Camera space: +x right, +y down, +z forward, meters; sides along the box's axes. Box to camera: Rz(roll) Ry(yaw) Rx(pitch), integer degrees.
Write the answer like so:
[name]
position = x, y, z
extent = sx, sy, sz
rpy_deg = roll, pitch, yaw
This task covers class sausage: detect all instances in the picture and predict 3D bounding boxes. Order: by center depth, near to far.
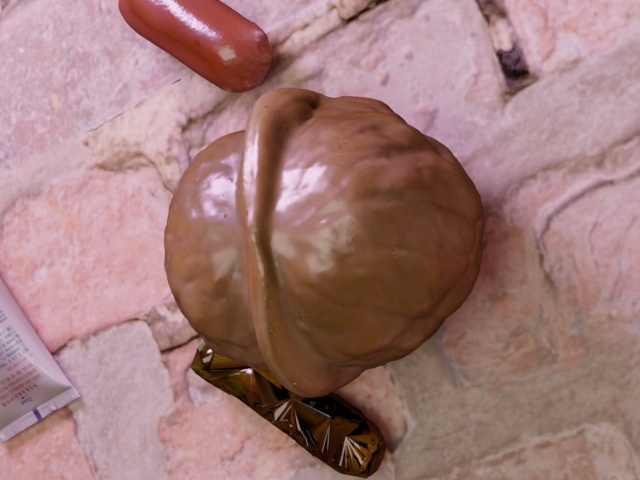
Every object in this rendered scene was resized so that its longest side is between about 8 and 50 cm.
[sausage]
position = -0.128, -0.216, 1.480
extent = 0.194, 0.077, 0.077
rpy_deg = 36, 111, 23

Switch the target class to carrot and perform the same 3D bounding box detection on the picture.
[carrot]
position = -0.034, 0.162, 1.468
extent = 0.228, 0.069, 0.069
rpy_deg = 30, 109, 25

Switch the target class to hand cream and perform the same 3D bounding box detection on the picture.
[hand cream]
position = -0.379, 0.100, 1.658
extent = 0.133, 0.083, 0.248
rpy_deg = -29, 92, 29

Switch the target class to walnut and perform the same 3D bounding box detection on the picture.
[walnut]
position = 0.000, 0.000, 1.321
extent = 0.296, 0.285, 0.285
rpy_deg = -6, 92, 24
